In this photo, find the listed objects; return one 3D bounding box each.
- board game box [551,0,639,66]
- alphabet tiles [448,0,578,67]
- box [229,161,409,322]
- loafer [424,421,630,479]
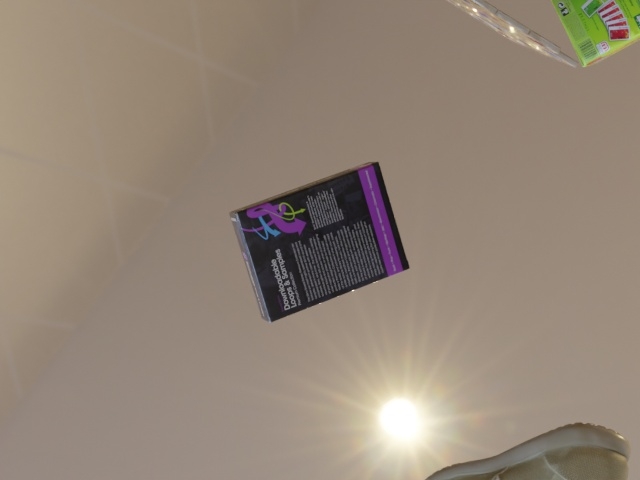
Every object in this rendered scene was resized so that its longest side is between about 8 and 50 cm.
[{"bbox_3d":[0.303,-0.300,1.391,0.092,0.043,0.181,-28,-93,37],"label":"board game box"},{"bbox_3d":[0.166,-0.245,1.301,0.009,0.198,0.237,-59,-163,9],"label":"alphabet tiles"},{"bbox_3d":[0.000,0.000,1.227,0.162,0.116,0.029,-20,-169,-21],"label":"box"},{"bbox_3d":[0.172,0.253,1.138,0.268,0.102,0.092,-40,-148,42],"label":"loafer"}]
